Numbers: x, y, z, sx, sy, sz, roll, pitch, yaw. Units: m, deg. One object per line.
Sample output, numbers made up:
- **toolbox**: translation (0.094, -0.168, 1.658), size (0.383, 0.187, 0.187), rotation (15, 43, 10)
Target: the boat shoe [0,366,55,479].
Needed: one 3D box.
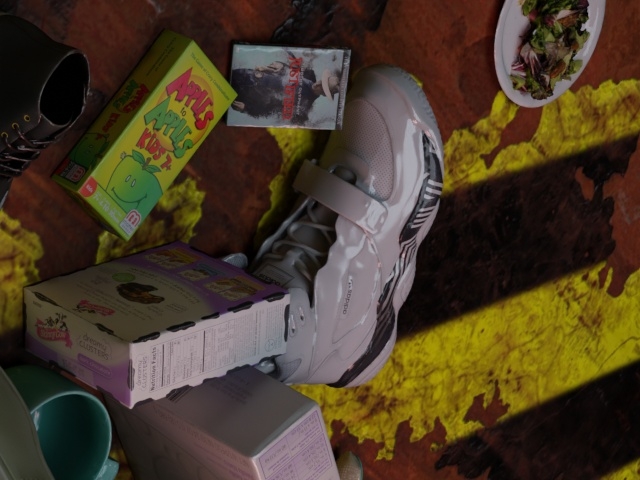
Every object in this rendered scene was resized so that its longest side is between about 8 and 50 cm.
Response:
- **boat shoe**: translation (-0.296, 0.207, 1.633), size (0.113, 0.340, 0.127), rotation (-39, 159, 10)

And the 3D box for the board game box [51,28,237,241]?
- **board game box**: translation (-0.165, -0.100, 1.797), size (0.181, 0.043, 0.092), rotation (-54, 139, -12)

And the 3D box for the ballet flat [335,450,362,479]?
- **ballet flat**: translation (0.006, 0.325, 2.199), size (0.052, 0.057, 0.168), rotation (3, 107, -38)

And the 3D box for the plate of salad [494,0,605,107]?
- **plate of salad**: translation (0.275, -0.247, 2.197), size (0.200, 0.048, 0.199), rotation (-25, 127, -39)

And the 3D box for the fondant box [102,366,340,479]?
- **fondant box**: translation (-0.082, 0.260, 1.923), size (0.096, 0.238, 0.330), rotation (-40, 135, -27)

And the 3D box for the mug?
- **mug**: translation (-0.273, 0.192, 1.790), size (0.129, 0.097, 0.157), rotation (-39, 135, -28)

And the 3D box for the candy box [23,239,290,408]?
- **candy box**: translation (-0.156, 0.076, 1.804), size (0.196, 0.165, 0.070), rotation (-17, 120, -41)

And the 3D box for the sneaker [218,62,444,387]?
- **sneaker**: translation (0.000, 0.000, 1.955), size (0.210, 0.137, 0.365), rotation (-12, 121, -47)

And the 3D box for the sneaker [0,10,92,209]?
- **sneaker**: translation (-0.276, -0.078, 1.628), size (0.083, 0.118, 0.222), rotation (4, 107, -48)

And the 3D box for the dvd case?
- **dvd case**: translation (-0.033, -0.154, 1.889), size (0.119, 0.013, 0.087), rotation (2, 112, -14)
